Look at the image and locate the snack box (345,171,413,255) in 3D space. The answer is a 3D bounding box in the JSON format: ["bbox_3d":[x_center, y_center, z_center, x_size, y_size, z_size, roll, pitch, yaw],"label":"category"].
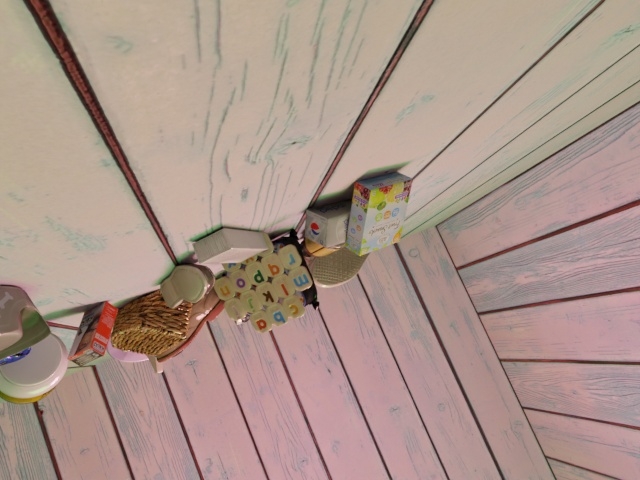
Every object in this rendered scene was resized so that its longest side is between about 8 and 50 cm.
[{"bbox_3d":[0.166,-0.077,1.343,0.174,0.070,0.207,-19,129,-36],"label":"snack box"}]

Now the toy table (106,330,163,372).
[{"bbox_3d":[-0.705,0.408,1.924,0.274,0.252,0.161,-23,-171,-41],"label":"toy table"}]

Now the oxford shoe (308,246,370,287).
[{"bbox_3d":[0.092,0.058,1.909,0.130,0.169,0.449,-21,-167,45],"label":"oxford shoe"}]

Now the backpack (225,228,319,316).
[{"bbox_3d":[-0.174,0.134,1.535,0.263,0.276,0.213,-19,178,32],"label":"backpack"}]

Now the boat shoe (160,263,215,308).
[{"bbox_3d":[-0.379,0.127,1.400,0.096,0.116,0.324,-23,177,-37],"label":"boat shoe"}]

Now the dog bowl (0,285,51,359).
[{"bbox_3d":[-0.712,0.189,0.888,0.349,0.102,0.349,-22,172,-3],"label":"dog bowl"}]

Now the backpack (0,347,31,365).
[{"bbox_3d":[-0.758,0.242,1.115,0.098,0.101,0.120,-33,166,16],"label":"backpack"}]

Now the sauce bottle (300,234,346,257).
[{"bbox_3d":[0.000,0.000,1.640,0.111,0.111,0.344,-20,178,-21],"label":"sauce bottle"}]

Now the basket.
[{"bbox_3d":[-0.603,0.256,1.667,0.213,0.223,0.299,23,144,-32],"label":"basket"}]

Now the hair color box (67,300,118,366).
[{"bbox_3d":[-0.654,0.266,1.362,0.093,0.167,0.053,-26,131,17],"label":"hair color box"}]

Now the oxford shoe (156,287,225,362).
[{"bbox_3d":[-0.525,0.315,1.836,0.348,0.130,0.123,-47,-159,-18],"label":"oxford shoe"}]

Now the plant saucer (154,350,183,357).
[{"bbox_3d":[-0.612,0.371,1.874,0.195,0.195,0.037,-17,-172,-37],"label":"plant saucer"}]

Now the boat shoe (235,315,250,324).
[{"bbox_3d":[-0.310,0.233,1.894,0.113,0.127,0.340,-11,-169,-14],"label":"boat shoe"}]

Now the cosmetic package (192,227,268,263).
[{"bbox_3d":[-0.232,0.015,1.257,0.099,0.060,0.239,-23,173,13],"label":"cosmetic package"}]

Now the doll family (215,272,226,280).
[{"bbox_3d":[-0.344,0.150,1.805,0.111,0.076,0.193,-12,161,-38],"label":"doll family"}]

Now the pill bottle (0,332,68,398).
[{"bbox_3d":[-0.827,0.357,1.340,0.188,0.188,0.334,-17,170,-37],"label":"pill bottle"}]

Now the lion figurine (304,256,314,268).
[{"bbox_3d":[-0.125,0.126,2.137,0.392,0.142,0.240,3,164,-41],"label":"lion figurine"}]

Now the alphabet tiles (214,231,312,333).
[{"bbox_3d":[-0.173,0.127,1.404,0.284,0.278,0.021,-26,-175,12],"label":"alphabet tiles"}]

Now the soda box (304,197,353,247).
[{"bbox_3d":[0.091,-0.066,1.412,0.286,0.091,0.098,-17,-149,-39],"label":"soda box"}]
